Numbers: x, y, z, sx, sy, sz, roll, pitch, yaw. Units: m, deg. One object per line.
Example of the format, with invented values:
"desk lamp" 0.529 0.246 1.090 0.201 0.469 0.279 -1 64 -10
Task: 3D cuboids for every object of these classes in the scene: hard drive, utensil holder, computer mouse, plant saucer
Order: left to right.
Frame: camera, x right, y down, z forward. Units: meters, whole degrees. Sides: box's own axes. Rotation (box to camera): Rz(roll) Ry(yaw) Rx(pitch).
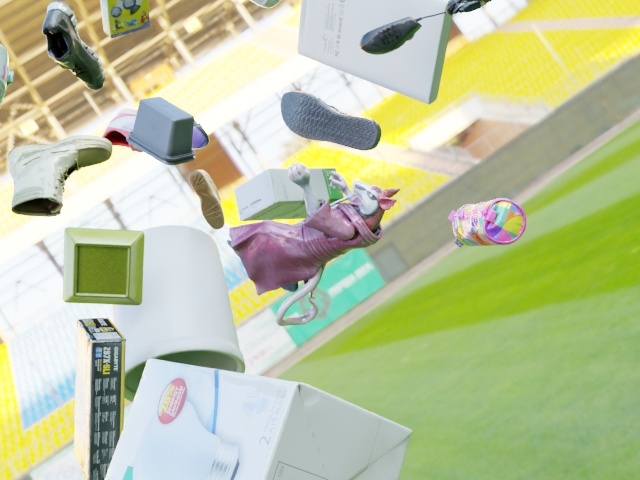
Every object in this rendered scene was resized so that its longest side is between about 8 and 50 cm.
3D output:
"plant saucer" -0.518 0.068 2.108 0.188 0.188 0.045 3 12 -9
"utensil holder" -0.392 0.197 2.351 0.328 0.385 0.327 -10 -31 -6
"hard drive" 0.110 -0.460 1.915 0.047 0.353 0.232 -36 -37 -44
"computer mouse" 0.182 -0.368 1.517 0.242 0.041 0.071 -20 -5 4

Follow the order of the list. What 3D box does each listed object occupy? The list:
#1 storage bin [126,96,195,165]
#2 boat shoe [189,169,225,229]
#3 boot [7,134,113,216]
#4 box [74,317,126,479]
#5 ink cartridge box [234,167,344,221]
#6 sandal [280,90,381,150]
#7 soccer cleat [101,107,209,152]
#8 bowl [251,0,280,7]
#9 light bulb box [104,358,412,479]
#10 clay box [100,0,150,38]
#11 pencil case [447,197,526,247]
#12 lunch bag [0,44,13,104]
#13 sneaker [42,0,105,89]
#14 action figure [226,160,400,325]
"storage bin" -0.299 -0.219 1.723 0.098 0.135 0.091 -20 -46 -47
"boat shoe" -0.294 -0.114 2.380 0.063 0.170 0.059 -17 10 21
"boot" -0.523 -0.129 1.800 0.213 0.165 0.077 -10 -39 -10
"box" -0.485 0.347 1.935 0.079 0.321 0.257 0 5 -24
"ink cartridge box" -0.076 -0.108 2.084 0.209 0.086 0.153 -5 -14 -43
"sandal" 0.021 -0.261 1.981 0.054 0.255 0.097 -22 -46 -62
"soccer cleat" -0.432 -0.269 2.311 0.318 0.108 0.116 13 52 30
"bowl" -0.112 -0.467 1.519 0.142 0.142 0.053 -42 23 53
"light bulb box" -0.119 0.367 1.181 0.361 0.225 0.357 -3 63 49
"clay box" -0.548 -0.685 2.470 0.128 0.053 0.222 -26 -35 -27
"pencil case" 0.349 -0.035 1.870 0.104 0.104 0.236 -35 4 -9
"lunch bag" -0.778 -0.337 1.882 0.224 0.107 0.279 13 -22 -22
"sneaker" -0.579 -0.428 2.047 0.078 0.234 0.106 -3 47 18
"action figure" 0.000 0.000 1.691 0.370 0.275 0.248 -22 -9 35
